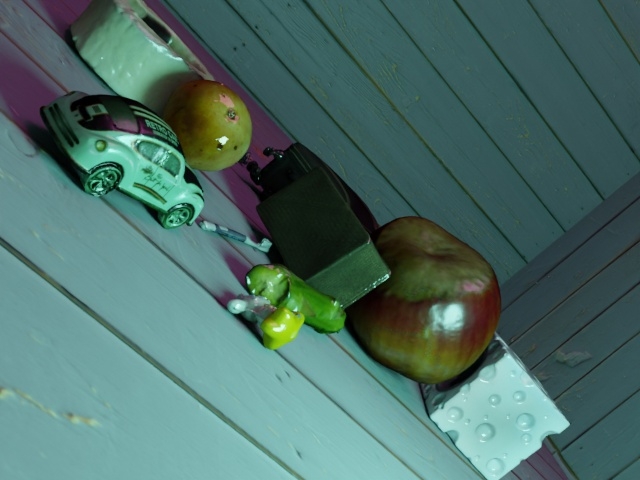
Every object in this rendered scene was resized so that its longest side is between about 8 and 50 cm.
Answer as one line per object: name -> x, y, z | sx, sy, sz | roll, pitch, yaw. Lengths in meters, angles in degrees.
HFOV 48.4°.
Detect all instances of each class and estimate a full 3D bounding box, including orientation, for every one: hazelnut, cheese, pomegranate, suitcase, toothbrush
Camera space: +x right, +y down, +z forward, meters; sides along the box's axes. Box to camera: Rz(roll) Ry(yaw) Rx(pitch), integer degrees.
hazelnut -> 0.219, 0.141, 1.666 | 0.359, 0.359, 0.409 | 44, 8, -29
cheese -> -0.388, -0.403, 1.543 | 0.292, 0.153, 0.332 | 54, 9, 30
pomegranate -> -0.234, -0.235, 1.456 | 0.191, 0.191, 0.191 | 47, 9, -10
suitcase -> 0.001, -0.091, 1.985 | 0.283, 0.194, 0.434 | 54, 9, 32
toothbrush -> -0.158, -0.008, 1.384 | 0.024, 0.026, 0.288 | 44, 7, 21

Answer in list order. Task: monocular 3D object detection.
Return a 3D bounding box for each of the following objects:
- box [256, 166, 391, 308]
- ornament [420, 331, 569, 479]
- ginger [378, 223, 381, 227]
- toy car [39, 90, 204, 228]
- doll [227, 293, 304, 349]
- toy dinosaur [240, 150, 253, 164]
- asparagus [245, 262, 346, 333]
box -> 0.001, 0.001, 1.539 | 0.273, 0.184, 0.143 | 58, 3, 41
ornament -> 0.418, 0.394, 1.765 | 0.240, 0.240, 0.239 | 48, 9, -9
ginger -> 0.090, -0.042, 2.349 | 0.321, 0.172, 0.165 | 28, 60, -64
toy car -> -0.264, -0.124, 1.044 | 0.136, 0.125, 0.306 | 53, 11, 27
doll -> -0.085, 0.120, 1.109 | 0.113, 0.072, 0.135 | 31, 2, 3
toy dinosaur -> -0.224, -0.253, 2.039 | 0.083, 0.047, 0.030 | 54, 12, 25
asparagus -> -0.023, 0.123, 1.329 | 0.085, 0.082, 0.343 | 11, -15, 33
